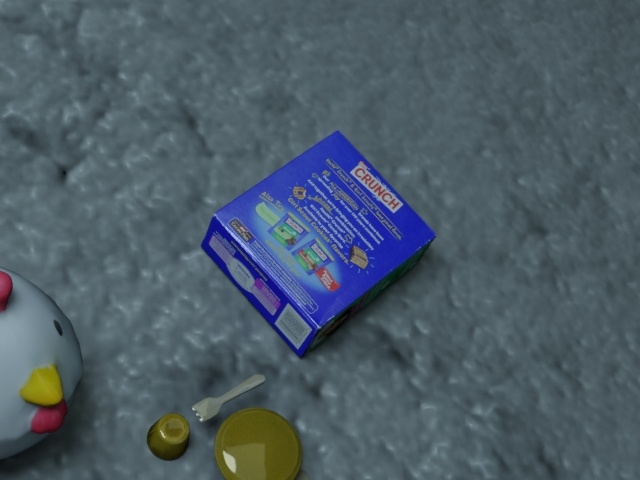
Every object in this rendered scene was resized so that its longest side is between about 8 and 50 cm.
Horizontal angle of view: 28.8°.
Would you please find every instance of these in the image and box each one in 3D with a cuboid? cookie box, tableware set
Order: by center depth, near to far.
[{"bbox_3d":[-0.038,0.152,0.641,0.104,0.024,0.154,-24,73,-27],"label":"tableware set"},{"bbox_3d":[0.000,0.000,0.732,0.107,0.040,0.092,-36,78,-33],"label":"cookie box"}]

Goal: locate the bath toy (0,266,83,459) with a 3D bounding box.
[{"bbox_3d":[-0.230,0.124,0.518,0.151,0.129,0.348,43,55,7],"label":"bath toy"}]
